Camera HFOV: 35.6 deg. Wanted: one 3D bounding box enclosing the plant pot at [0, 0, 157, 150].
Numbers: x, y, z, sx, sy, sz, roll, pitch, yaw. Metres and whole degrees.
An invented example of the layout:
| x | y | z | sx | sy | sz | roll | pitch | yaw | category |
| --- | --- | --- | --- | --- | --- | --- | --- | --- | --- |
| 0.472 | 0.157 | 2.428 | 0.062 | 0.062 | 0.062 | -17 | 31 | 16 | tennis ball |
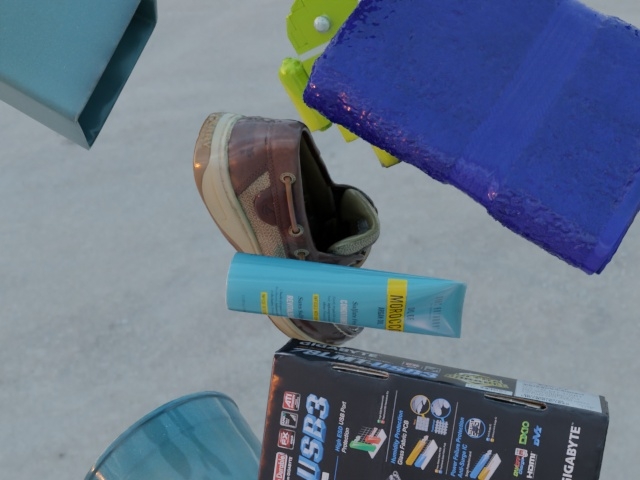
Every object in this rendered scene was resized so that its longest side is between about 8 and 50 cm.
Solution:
| x | y | z | sx | sy | sz | roll | pitch | yaw | category |
| --- | --- | --- | --- | --- | --- | --- | --- | --- | --- |
| -0.307 | -0.228 | 1.003 | 0.234 | 0.165 | 0.166 | 26 | -8 | -6 | plant pot |

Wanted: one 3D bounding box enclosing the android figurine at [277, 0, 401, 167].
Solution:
| x | y | z | sx | sy | sz | roll | pitch | yaw | category |
| --- | --- | --- | --- | --- | --- | --- | --- | --- | --- |
| 0.064 | -0.223 | 1.193 | 0.248 | 0.272 | 0.056 | -18 | 23 | 29 | android figurine |

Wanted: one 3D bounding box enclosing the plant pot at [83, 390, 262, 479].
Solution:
| x | y | z | sx | sy | sz | roll | pitch | yaw | category |
| --- | --- | --- | --- | --- | --- | --- | --- | --- | --- |
| -0.148 | 0.389 | 1.354 | 0.272 | 0.271 | 0.255 | -21 | 50 | -37 | plant pot |

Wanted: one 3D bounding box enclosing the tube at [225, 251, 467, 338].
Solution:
| x | y | z | sx | sy | sz | roll | pitch | yaw | category |
| --- | --- | --- | --- | --- | --- | --- | --- | --- | --- |
| 0.022 | 0.048 | 0.874 | 0.207 | 0.080 | 0.052 | 7 | 56 | 7 | tube |

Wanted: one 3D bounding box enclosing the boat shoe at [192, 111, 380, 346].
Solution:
| x | y | z | sx | sy | sz | roll | pitch | yaw | category |
| --- | --- | --- | --- | --- | --- | --- | --- | --- | --- |
| 0.000 | 0.000 | 0.975 | 0.123 | 0.342 | 0.123 | -4 | 51 | 22 | boat shoe |

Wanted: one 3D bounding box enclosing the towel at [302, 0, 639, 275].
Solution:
| x | y | z | sx | sy | sz | roll | pitch | yaw | category |
| --- | --- | --- | --- | --- | --- | --- | --- | --- | --- |
| 0.165 | -0.131 | 0.890 | 0.308 | 0.076 | 0.227 | 32 | 74 | 9 | towel |

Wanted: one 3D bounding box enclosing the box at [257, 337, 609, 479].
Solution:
| x | y | z | sx | sy | sz | roll | pitch | yaw | category |
| --- | --- | --- | --- | --- | --- | --- | --- | --- | --- |
| 0.086 | 0.258 | 0.891 | 0.294 | 0.295 | 0.073 | 9 | 7 | 14 | box |
